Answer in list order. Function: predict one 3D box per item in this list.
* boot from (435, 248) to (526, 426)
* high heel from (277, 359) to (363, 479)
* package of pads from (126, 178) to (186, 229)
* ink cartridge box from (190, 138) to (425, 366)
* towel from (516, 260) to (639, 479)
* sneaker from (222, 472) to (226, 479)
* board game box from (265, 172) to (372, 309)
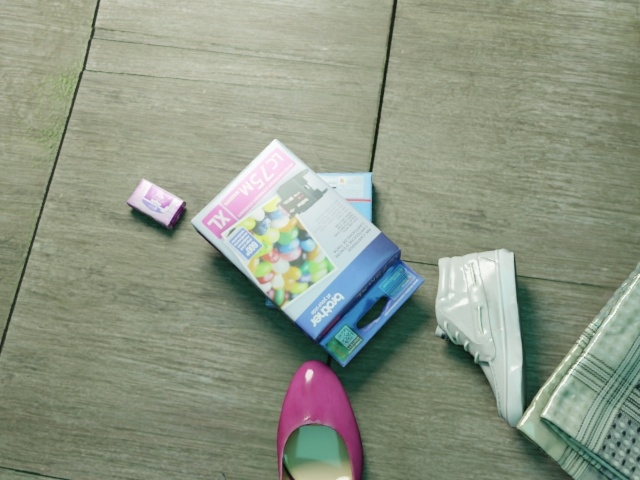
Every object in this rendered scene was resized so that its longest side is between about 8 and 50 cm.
[{"bbox_3d":[0.231,0.143,1.218,0.124,0.095,0.258,-6,71,16],"label":"boot"},{"bbox_3d":[-0.002,0.340,1.115,0.127,0.181,0.377,-6,74,2],"label":"high heel"},{"bbox_3d":[-0.259,-0.058,1.323,0.083,0.032,0.050,29,79,11],"label":"package of pads"},{"bbox_3d":[-0.019,0.015,1.234,0.311,0.065,0.186,43,81,12],"label":"ink cartridge box"},{"bbox_3d":[0.476,0.237,1.149,0.312,0.056,0.324,40,80,-3],"label":"towel"},{"bbox_3d":[-0.153,0.366,1.194,0.098,0.038,0.069,12,73,-3],"label":"sneaker"},{"bbox_3d":[0.000,0.000,1.288,0.160,0.039,0.211,0,73,4],"label":"board game box"}]
